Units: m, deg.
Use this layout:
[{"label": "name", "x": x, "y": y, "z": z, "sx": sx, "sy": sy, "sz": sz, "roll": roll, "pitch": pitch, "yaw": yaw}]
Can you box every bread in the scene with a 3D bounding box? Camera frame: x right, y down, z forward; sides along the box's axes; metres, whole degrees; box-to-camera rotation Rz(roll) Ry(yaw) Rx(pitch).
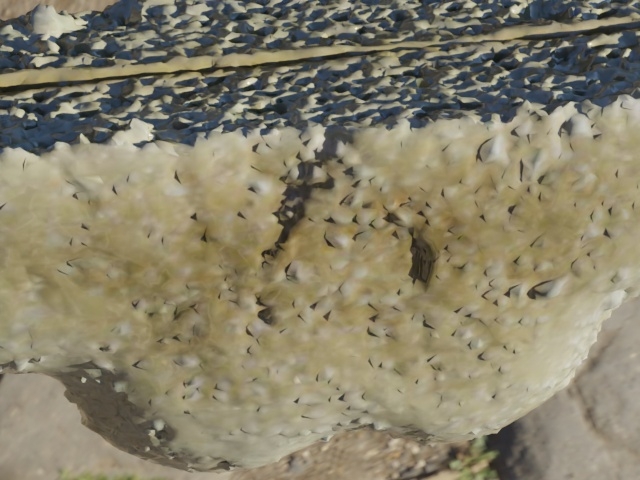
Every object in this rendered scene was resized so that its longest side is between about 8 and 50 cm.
[{"label": "bread", "x": 0.001, "y": 0.001, "z": 0.571, "sx": 0.337, "sy": 0.183, "sz": 0.102, "roll": -6, "pitch": 33, "yaw": -7}]
